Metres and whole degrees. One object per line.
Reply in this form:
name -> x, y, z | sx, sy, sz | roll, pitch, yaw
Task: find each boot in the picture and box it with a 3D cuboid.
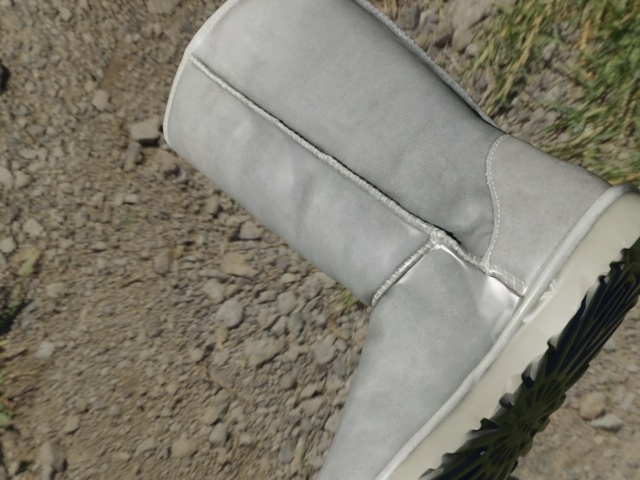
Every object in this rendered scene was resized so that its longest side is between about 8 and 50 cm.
boot -> 0.000, 0.002, 0.381 | 0.208, 0.076, 0.189 | 38, 85, 29
